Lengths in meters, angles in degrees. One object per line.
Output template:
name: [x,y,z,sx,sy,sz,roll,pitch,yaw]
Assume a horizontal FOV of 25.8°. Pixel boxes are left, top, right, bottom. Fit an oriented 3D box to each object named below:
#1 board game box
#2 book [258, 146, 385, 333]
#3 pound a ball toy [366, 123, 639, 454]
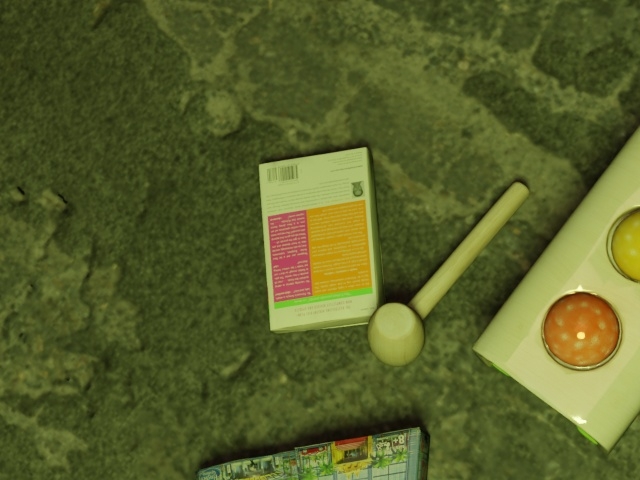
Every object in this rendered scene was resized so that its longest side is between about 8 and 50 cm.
board game box: [0.002,0.258,1.081,0.194,0.060,0.194,-11,74,10]
book: [0.000,0.000,1.159,0.096,0.035,0.144,-8,75,14]
pound a ball toy: [0.200,0.009,1.055,0.208,0.136,0.319,37,87,17]
